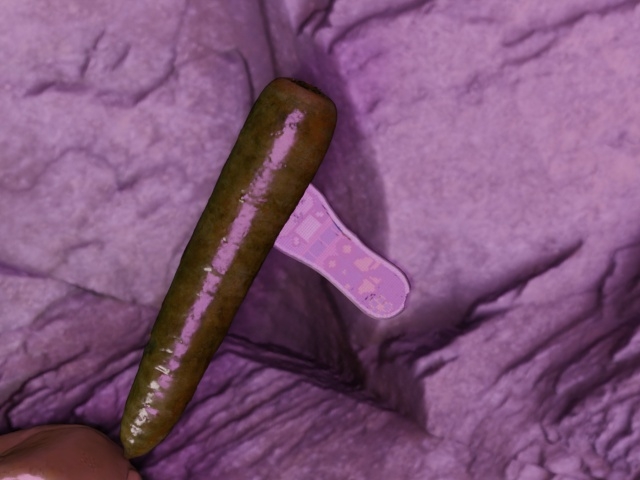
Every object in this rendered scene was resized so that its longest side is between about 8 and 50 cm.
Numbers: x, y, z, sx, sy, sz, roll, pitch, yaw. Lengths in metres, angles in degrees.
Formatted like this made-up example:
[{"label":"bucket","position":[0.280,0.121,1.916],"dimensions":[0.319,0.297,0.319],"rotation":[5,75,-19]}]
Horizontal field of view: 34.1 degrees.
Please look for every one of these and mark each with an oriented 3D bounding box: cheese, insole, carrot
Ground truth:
[{"label":"cheese","position":[-0.253,0.274,0.918],"dimensions":[0.226,0.117,0.214],"rotation":[-21,103,8]},{"label":"insole","position":[0.000,0.000,0.923],"dimensions":[0.197,0.004,0.065],"rotation":[42,97,-7]},{"label":"carrot","position":[-0.087,0.030,0.885],"dimensions":[0.074,0.074,0.358],"rotation":[26,97,-5]}]
